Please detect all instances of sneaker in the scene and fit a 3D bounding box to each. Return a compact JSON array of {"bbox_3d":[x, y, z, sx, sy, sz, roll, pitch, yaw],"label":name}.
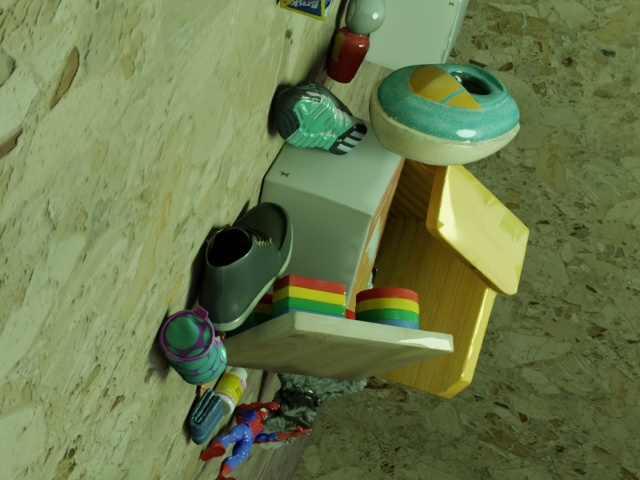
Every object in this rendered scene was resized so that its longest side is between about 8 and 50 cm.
[{"bbox_3d":[-0.021,-0.183,1.541,0.083,0.098,0.223,-42,157,13],"label":"sneaker"},{"bbox_3d":[-0.086,0.003,1.422,0.118,0.083,0.222,99,11,-45],"label":"sneaker"}]

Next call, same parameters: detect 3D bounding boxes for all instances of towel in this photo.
[{"bbox_3d":[-0.175,0.269,1.687,0.067,0.029,0.119,-56,171,-22],"label":"towel"}]

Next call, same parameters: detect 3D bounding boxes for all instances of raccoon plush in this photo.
[{"bbox_3d":[-0.028,0.197,2.374,0.446,0.216,0.299,-41,-157,28],"label":"raccoon plush"}]

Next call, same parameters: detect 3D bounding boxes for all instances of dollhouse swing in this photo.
[{"bbox_3d":[0.119,0.048,1.884,0.347,0.315,0.305,12,-112,54],"label":"dollhouse swing"}]

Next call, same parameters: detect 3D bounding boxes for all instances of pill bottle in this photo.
[{"bbox_3d":[-0.146,0.240,1.789,0.083,0.043,0.043,-62,170,-50],"label":"pill bottle"}]

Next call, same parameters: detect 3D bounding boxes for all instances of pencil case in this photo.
[{"bbox_3d":[-0.152,0.129,1.342,0.070,0.064,0.152,-52,169,-13],"label":"pencil case"}]

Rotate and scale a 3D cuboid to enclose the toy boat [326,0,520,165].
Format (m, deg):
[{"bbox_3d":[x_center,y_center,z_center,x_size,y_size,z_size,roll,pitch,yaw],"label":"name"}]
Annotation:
[{"bbox_3d":[0.138,-0.239,1.646,0.267,0.318,0.148,-21,142,-48],"label":"toy boat"}]

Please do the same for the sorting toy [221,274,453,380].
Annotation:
[{"bbox_3d":[0.009,0.121,1.558,0.257,0.255,0.089,-27,-123,55],"label":"sorting toy"}]

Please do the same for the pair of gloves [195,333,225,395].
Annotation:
[{"bbox_3d":[-0.161,0.183,1.651,0.074,0.010,0.083,-53,161,-67],"label":"pair of gloves"}]

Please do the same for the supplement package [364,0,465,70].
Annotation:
[{"bbox_3d":[0.194,-0.441,2.074,0.194,0.149,0.203,103,10,-45],"label":"supplement package"}]

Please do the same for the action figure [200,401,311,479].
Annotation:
[{"bbox_3d":[-0.109,0.348,2.001,0.280,0.139,0.091,-52,125,-76],"label":"action figure"}]

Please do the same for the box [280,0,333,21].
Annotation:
[{"bbox_3d":[0.008,-0.339,1.284,0.054,0.059,0.169,92,19,-65],"label":"box"}]

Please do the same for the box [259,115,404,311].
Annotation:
[{"bbox_3d":[0.000,0.000,1.733,0.215,0.168,0.345,-63,170,-47],"label":"box"}]
